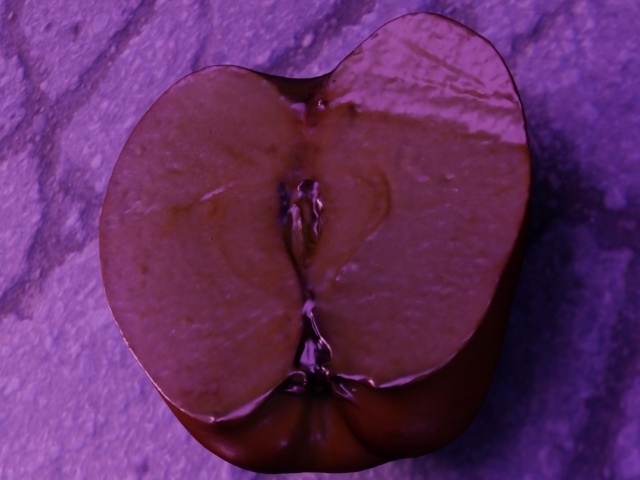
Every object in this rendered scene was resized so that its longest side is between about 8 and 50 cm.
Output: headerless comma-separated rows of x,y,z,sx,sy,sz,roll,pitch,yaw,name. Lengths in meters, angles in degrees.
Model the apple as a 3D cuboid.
0.000,0.000,1.007,0.329,0.295,0.365,-49,36,46,apple
